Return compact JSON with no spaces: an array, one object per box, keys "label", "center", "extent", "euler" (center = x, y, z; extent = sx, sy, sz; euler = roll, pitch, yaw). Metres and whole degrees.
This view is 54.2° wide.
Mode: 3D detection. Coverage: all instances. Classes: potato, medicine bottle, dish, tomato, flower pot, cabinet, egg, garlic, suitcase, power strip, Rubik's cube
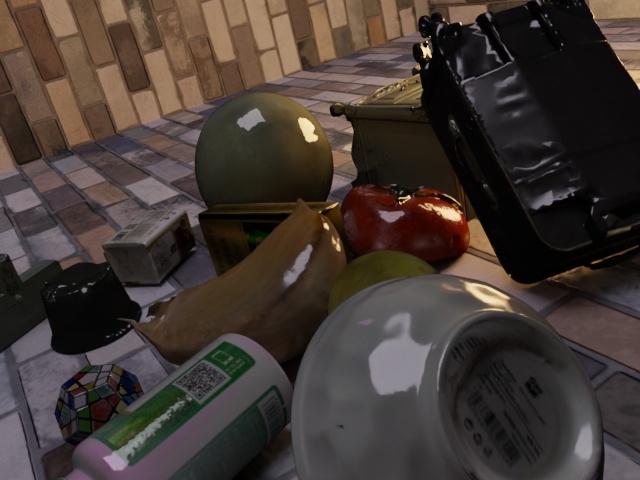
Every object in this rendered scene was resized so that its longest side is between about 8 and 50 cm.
[{"label":"potato","center":[0.091,0.114,0.689],"extent":[0.149,0.197,0.228],"euler":[13,2,-15]},{"label":"medicine bottle","center":[-0.159,0.222,0.651],"extent":[0.134,0.133,0.274],"euler":[8,32,39]},{"label":"dish","center":[0.125,0.144,0.490],"extent":[0.303,0.303,0.120],"euler":[-31,-9,-32]},{"label":"tomato","center":[0.134,-0.045,1.041],"extent":[0.228,0.101,0.228],"euler":[2,23,-1]},{"label":"flower pot","center":[-0.398,0.104,1.060],"extent":[0.158,0.106,0.157],"euler":[-13,24,6]},{"label":"cabinet","center":[0.241,-0.221,1.269],"extent":[0.290,0.227,0.318],"euler":[-32,29,-30]},{"label":"egg","center":[-0.103,-0.134,1.173],"extent":[0.259,0.258,0.352],"euler":[-13,-16,3]},{"label":"garlic","center":[-0.107,0.098,0.858],"extent":[0.339,0.151,0.196],"euler":[-34,52,3]},{"label":"suitcase","center":[0.325,-0.155,0.923],"extent":[0.283,0.194,0.433],"euler":[-18,68,-10]},{"label":"power strip","center":[-0.546,0.096,1.106],"extent":[0.061,0.145,0.215],"euler":[-2,28,27]},{"label":"Rubik's cube","center":[-0.275,0.209,0.785],"extent":[0.111,0.093,0.111],"euler":[-12,26,6]}]

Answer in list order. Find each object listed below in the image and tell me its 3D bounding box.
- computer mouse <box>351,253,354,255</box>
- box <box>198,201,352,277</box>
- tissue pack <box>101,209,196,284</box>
[{"label":"computer mouse","center":[0.000,-0.002,1.118],"extent":[0.102,0.044,0.199],"euler":[-24,19,-37]},{"label":"box","center":[-0.071,0.015,1.012],"extent":[0.240,0.159,0.071],"euler":[1,26,31]},{"label":"tissue pack","center":[-0.330,0.012,1.223],"extent":[0.106,0.099,0.148],"euler":[-1,27,22]}]
